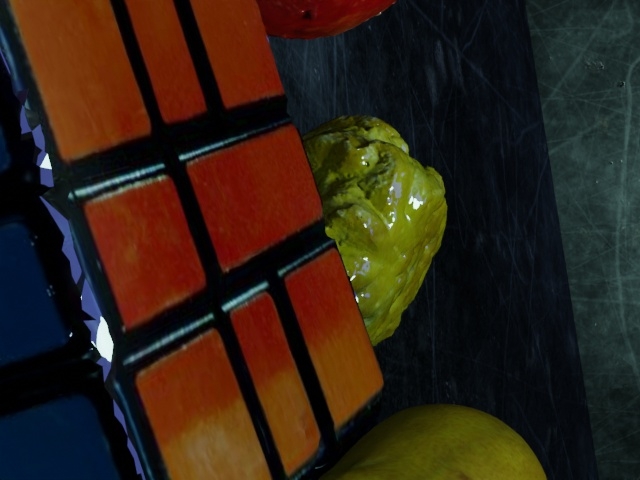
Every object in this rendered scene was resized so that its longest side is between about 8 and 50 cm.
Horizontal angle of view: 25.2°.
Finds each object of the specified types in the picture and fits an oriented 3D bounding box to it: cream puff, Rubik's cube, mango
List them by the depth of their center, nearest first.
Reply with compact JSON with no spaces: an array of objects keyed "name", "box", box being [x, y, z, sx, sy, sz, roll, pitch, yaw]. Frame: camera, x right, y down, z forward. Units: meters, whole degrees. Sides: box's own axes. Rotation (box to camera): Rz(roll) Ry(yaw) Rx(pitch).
[{"name":"Rubik's cube","box":[-0.165,0.024,0.714,0.293,0.288,0.284,-22,94,-65]},{"name":"cream puff","box":[0.016,0.003,1.348,0.196,0.244,0.244,57,9,28]},{"name":"mango","box":[0.103,0.303,1.453,0.378,0.221,0.264,0,87,-59]}]

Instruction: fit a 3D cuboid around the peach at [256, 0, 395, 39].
[{"name":"peach","box":[-0.014,-0.347,1.194,0.370,0.370,0.370,-8,90,-69]}]
